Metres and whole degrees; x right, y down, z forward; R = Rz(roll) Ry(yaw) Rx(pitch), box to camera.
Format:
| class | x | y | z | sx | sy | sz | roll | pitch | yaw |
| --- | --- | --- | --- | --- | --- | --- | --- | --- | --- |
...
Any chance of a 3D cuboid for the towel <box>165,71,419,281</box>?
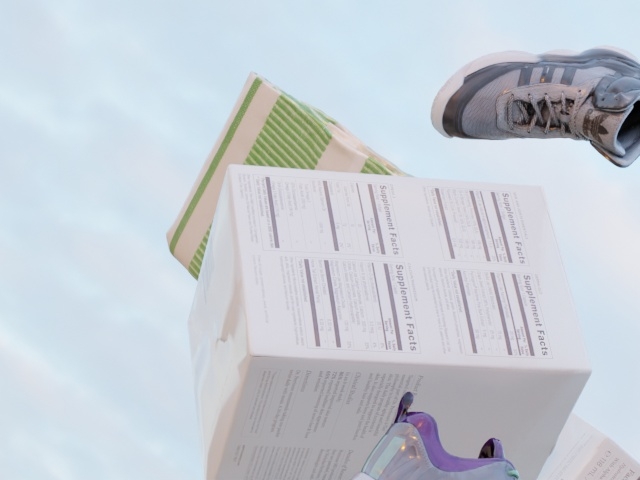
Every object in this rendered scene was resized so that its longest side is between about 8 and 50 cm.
| class | x | y | z | sx | sy | sz | roll | pitch | yaw |
| --- | --- | --- | --- | --- | --- | --- | --- | --- | --- |
| towel | 0.000 | 0.000 | 2.012 | 0.325 | 0.248 | 0.038 | 35 | 16 | 20 |

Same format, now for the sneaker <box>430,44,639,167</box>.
| class | x | y | z | sx | sy | sz | roll | pitch | yaw |
| --- | --- | --- | --- | --- | --- | --- | --- | --- | --- |
| sneaker | 0.266 | -0.144 | 2.082 | 0.153 | 0.268 | 0.101 | -129 | -146 | -54 |

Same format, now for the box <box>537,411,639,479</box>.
| class | x | y | z | sx | sy | sz | roll | pitch | yaw |
| --- | --- | --- | --- | --- | --- | --- | --- | --- | --- |
| box | 0.296 | 0.312 | 2.204 | 0.119 | 0.181 | 0.182 | 38 | -1 | -12 |

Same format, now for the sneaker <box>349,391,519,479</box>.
| class | x | y | z | sx | sy | sz | roll | pitch | yaw |
| --- | --- | --- | --- | --- | --- | --- | --- | --- | --- |
| sneaker | 0.126 | 0.190 | 1.227 | 0.224 | 0.098 | 0.083 | 33 | -16 | -14 |

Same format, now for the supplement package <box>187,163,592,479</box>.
| class | x | y | z | sx | sy | sz | roll | pitch | yaw |
| --- | --- | --- | --- | --- | --- | --- | --- | --- | --- |
| supplement package | 0.045 | 0.083 | 1.493 | 0.263 | 0.198 | 0.199 | 3 | -43 | -14 |
